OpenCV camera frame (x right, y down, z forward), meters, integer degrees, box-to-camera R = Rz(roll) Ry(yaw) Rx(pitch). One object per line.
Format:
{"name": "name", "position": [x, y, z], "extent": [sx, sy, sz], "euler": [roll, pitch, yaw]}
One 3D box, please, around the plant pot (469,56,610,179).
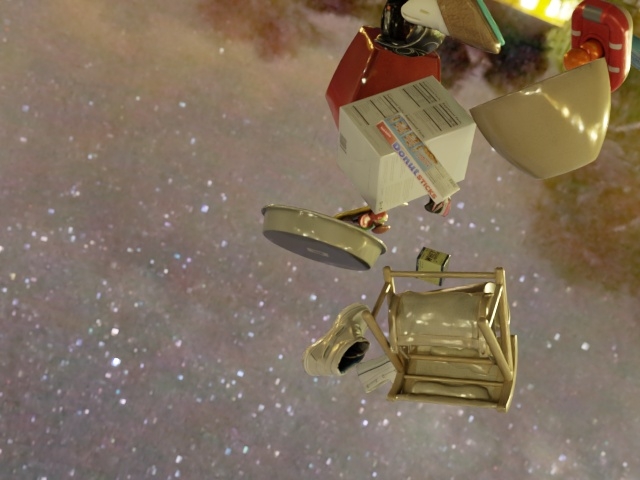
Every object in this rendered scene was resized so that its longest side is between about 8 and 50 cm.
{"name": "plant pot", "position": [0.474, -0.235, 1.664], "extent": [0.284, 0.190, 0.284], "euler": [-21, -174, 2]}

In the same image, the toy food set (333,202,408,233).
{"name": "toy food set", "position": [0.124, -0.047, 2.160], "extent": [0.218, 0.071, 0.128], "euler": [-15, 170, 19]}

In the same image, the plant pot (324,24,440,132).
{"name": "plant pot", "position": [0.183, -0.428, 2.169], "extent": [0.268, 0.235, 0.267], "euler": [5, -147, -14]}

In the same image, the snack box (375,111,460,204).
{"name": "snack box", "position": [0.174, -0.148, 1.430], "extent": [0.064, 0.022, 0.178], "euler": [-30, -99, -46]}

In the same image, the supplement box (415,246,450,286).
{"name": "supplement box", "position": [0.325, 0.076, 2.342], "extent": [0.083, 0.083, 0.056], "euler": [18, -134, 20]}

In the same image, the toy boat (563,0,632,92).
{"name": "toy boat", "position": [0.628, -0.437, 1.881], "extent": [0.151, 0.231, 0.151], "euler": [-32, -138, -20]}

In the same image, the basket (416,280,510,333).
{"name": "basket", "position": [0.364, 0.198, 2.106], "extent": [0.154, 0.227, 0.204], "euler": [24, -128, -43]}

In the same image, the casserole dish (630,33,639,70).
{"name": "casserole dish", "position": [0.861, -0.510, 2.196], "extent": [0.114, 0.037, 0.188], "euler": [42, -168, -46]}

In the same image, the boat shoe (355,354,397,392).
{"name": "boat shoe", "position": [0.177, 0.289, 1.830], "extent": [0.083, 0.226, 0.075], "euler": [-4, -108, -41]}

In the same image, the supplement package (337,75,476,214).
{"name": "supplement package", "position": [0.203, -0.234, 1.959], "extent": [0.263, 0.199, 0.198], "euler": [-22, -126, -18]}

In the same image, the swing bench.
{"name": "swing bench", "position": [0.248, 0.197, 1.614], "extent": [0.253, 0.254, 0.165], "euler": [0, -143, 27]}

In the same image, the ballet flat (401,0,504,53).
{"name": "ballet flat", "position": [0.165, -0.426, 1.276], "extent": [0.342, 0.124, 0.116], "euler": [64, -169, 1]}

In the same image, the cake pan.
{"name": "cake pan", "position": [0.000, 0.000, 1.777], "extent": [0.293, 0.054, 0.293], "euler": [18, 169, 4]}

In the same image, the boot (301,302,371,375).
{"name": "boot", "position": [0.076, 0.241, 1.923], "extent": [0.123, 0.095, 0.258], "euler": [1, -148, 42]}

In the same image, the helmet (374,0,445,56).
{"name": "helmet", "position": [0.202, -0.489, 1.801], "extent": [0.169, 0.169, 0.161], "euler": [29, -160, 17]}

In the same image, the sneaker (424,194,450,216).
{"name": "sneaker", "position": [0.352, -0.160, 2.388], "extent": [0.077, 0.178, 0.072], "euler": [6, -170, -7]}
